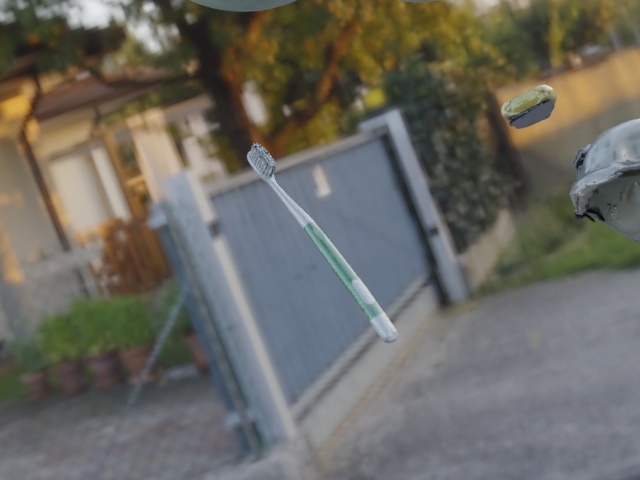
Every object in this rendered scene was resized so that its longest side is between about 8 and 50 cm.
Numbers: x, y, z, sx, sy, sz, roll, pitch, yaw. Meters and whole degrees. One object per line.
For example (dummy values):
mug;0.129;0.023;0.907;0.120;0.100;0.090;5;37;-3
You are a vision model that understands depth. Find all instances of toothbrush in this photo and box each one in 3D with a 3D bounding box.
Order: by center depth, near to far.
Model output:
toothbrush;0.000;0.000;1.404;0.018;0.257;0.024;-19;-29;-34

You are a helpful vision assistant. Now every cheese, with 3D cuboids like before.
cheese;0.333;-0.204;2.213;0.086;0.036;0.162;-29;-12;16

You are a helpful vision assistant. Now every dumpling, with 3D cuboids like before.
dumpling;0.443;-0.102;1.829;0.293;0.163;0.204;-6;-41;-31

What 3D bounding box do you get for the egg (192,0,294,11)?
egg;-0.060;-0.264;1.178;0.192;0.149;0.149;-7;-4;-25
